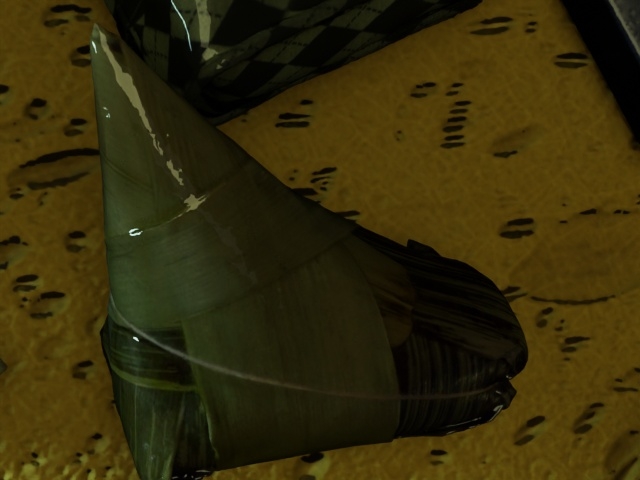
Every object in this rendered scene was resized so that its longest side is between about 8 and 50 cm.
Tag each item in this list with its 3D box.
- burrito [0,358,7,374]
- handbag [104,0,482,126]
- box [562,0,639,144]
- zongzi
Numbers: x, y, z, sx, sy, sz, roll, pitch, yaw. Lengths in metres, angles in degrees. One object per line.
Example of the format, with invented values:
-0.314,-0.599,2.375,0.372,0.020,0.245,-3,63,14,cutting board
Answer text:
-0.346,0.022,0.765,0.143,0.105,0.299,-38,94,-19,burrito
-0.052,-0.324,0.806,0.316,0.180,0.416,-27,88,-18,handbag
0.336,-0.197,0.913,0.259,0.071,0.168,-30,93,-10,box
0.000,0.000,0.754,0.289,0.154,0.318,-9,125,-15,zongzi
